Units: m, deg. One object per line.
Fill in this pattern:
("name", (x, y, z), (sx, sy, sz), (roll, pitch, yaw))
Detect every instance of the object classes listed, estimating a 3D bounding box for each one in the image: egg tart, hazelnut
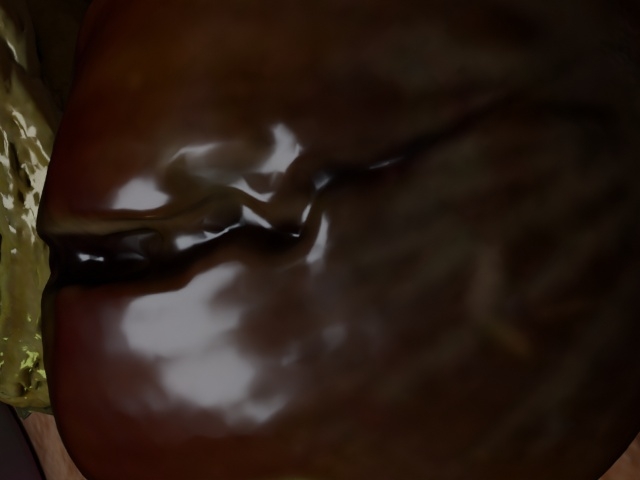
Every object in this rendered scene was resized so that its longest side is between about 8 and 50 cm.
("egg tart", (-0.161, -0.045, 0.862), (0.279, 0.095, 0.279), (41, 143, 41))
("hazelnut", (0.007, -0.012, 0.524), (0.181, 0.181, 0.212), (173, 91, -78))

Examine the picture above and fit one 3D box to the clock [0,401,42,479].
("clock", (-0.281, 0.168, 1.152), (0.338, 0.102, 0.338), (31, 130, 47))
